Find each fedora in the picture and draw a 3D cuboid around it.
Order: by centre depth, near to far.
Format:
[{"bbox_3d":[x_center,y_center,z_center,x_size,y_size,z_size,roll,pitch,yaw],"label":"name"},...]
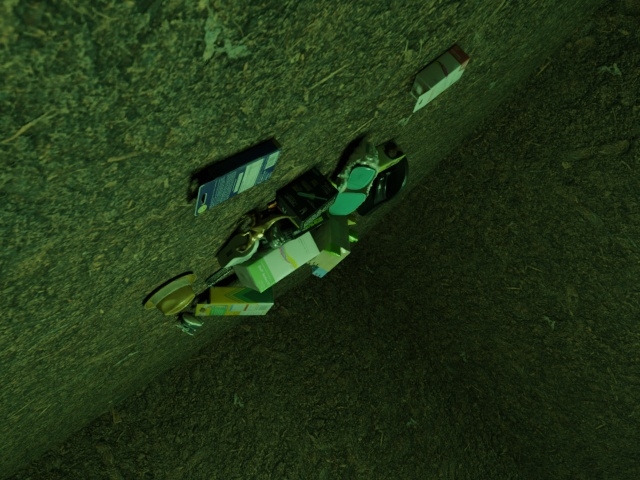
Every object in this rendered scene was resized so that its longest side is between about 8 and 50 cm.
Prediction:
[{"bbox_3d":[-0.489,0.192,1.471,0.194,0.079,0.194,-36,171,-7],"label":"fedora"}]

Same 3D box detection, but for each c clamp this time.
[{"bbox_3d":[-0.401,0.138,1.764,0.161,0.022,0.137,-37,167,4],"label":"c clamp"}]

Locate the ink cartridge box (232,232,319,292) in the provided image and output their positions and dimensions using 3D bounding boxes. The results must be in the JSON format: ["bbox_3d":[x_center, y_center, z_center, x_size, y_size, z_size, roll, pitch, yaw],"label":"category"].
[{"bbox_3d":[-0.151,0.048,1.706,0.354,0.119,0.207,-33,-161,-24],"label":"ink cartridge box"}]

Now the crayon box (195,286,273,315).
[{"bbox_3d":[-0.388,0.272,1.948,0.323,0.083,0.203,2,156,-18],"label":"crayon box"}]

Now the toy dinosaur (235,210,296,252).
[{"bbox_3d":[-0.183,-0.047,1.359,0.212,0.112,0.064,-40,171,6],"label":"toy dinosaur"}]

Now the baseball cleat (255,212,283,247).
[{"bbox_3d":[-0.176,-0.017,1.438,0.110,0.072,0.205,-27,-157,9],"label":"baseball cleat"}]

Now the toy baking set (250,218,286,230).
[{"bbox_3d":[-0.228,-0.015,1.615,0.197,0.030,0.256,-40,171,11],"label":"toy baking set"}]

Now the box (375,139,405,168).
[{"bbox_3d":[0.235,-0.323,1.726,0.232,0.087,0.058,-33,172,-38],"label":"box"}]

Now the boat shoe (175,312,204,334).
[{"bbox_3d":[-0.597,0.378,1.986,0.079,0.095,0.254,-48,-178,-10],"label":"boat shoe"}]

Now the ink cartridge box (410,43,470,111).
[{"bbox_3d":[0.351,-0.495,1.347,0.198,0.067,0.115,-39,171,-5],"label":"ink cartridge box"}]

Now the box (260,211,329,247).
[{"bbox_3d":[-0.093,-0.041,1.562,0.184,0.045,0.191,-28,-170,-40],"label":"box"}]

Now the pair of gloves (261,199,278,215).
[{"bbox_3d":[-0.165,-0.108,1.452,0.083,0.010,0.074,-43,173,37],"label":"pair of gloves"}]

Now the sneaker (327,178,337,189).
[{"bbox_3d":[-0.022,-0.147,1.605,0.208,0.081,0.094,-43,168,32],"label":"sneaker"}]

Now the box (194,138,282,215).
[{"bbox_3d":[-0.199,-0.147,1.014,0.225,0.036,0.136,-34,171,-32],"label":"box"}]

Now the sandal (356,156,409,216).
[{"bbox_3d":[0.269,-0.243,2.079,0.107,0.167,0.445,-12,158,-31],"label":"sandal"}]

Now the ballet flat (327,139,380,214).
[{"bbox_3d":[0.124,-0.228,1.621,0.147,0.147,0.409,-34,171,-25],"label":"ballet flat"}]

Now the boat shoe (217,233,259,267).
[{"bbox_3d":[-0.263,0.028,1.473,0.081,0.079,0.228,-16,170,-46],"label":"boat shoe"}]

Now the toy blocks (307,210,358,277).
[{"bbox_3d":[0.000,0.000,1.852,0.261,0.191,0.381,-44,-149,34],"label":"toy blocks"}]

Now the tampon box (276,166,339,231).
[{"bbox_3d":[-0.043,-0.133,1.421,0.161,0.120,0.101,-40,171,-17],"label":"tampon box"}]
